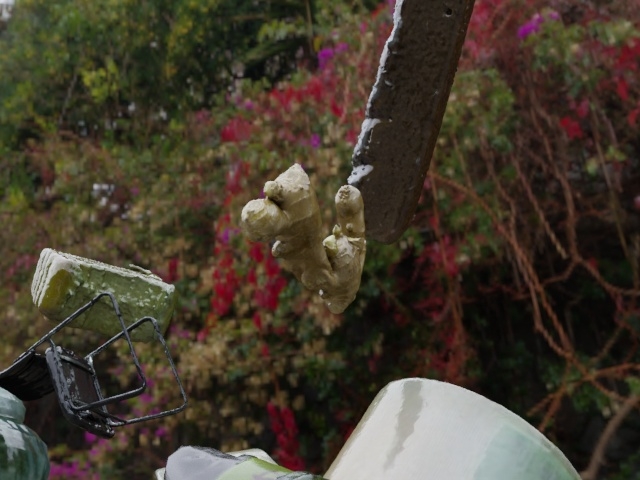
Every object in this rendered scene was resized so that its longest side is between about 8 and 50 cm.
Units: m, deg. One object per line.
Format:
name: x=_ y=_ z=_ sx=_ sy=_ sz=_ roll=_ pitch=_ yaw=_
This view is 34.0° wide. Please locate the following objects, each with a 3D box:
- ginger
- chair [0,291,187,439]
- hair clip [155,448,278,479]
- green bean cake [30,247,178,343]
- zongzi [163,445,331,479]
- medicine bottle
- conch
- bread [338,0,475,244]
ginger: x=0.000 y=0.000 z=1.045 sx=0.053 sy=0.193 sz=0.176 roll=-2 pitch=-66 yaw=35
chair: x=-0.311 y=0.188 z=1.342 sx=0.221 sy=0.145 sz=0.140 roll=-27 pitch=-25 yaw=5
hair clip: x=-0.163 y=0.373 z=1.577 sx=0.173 sy=0.113 sz=0.282 roll=-9 pitch=-28 yaw=-18
green bean cake: x=-0.400 y=0.102 z=1.913 sx=0.236 sy=0.124 sz=0.233 roll=17 pitch=0 yaw=-24
zongzi: x=0.024 y=0.269 z=0.534 sx=0.384 sy=0.319 sz=0.362 roll=-19 pitch=1 yaw=35
medicine bottle: x=0.053 y=0.348 z=0.941 sx=0.236 sy=0.406 sz=0.235 roll=26 pitch=-32 yaw=18
conch: x=-0.480 y=0.291 z=1.475 sx=0.195 sy=0.277 sz=0.220 roll=-21 pitch=-48 yaw=14
bread: x=0.130 y=-0.211 z=1.533 sx=0.113 sy=0.165 sz=0.416 roll=17 pitch=-72 yaw=7
